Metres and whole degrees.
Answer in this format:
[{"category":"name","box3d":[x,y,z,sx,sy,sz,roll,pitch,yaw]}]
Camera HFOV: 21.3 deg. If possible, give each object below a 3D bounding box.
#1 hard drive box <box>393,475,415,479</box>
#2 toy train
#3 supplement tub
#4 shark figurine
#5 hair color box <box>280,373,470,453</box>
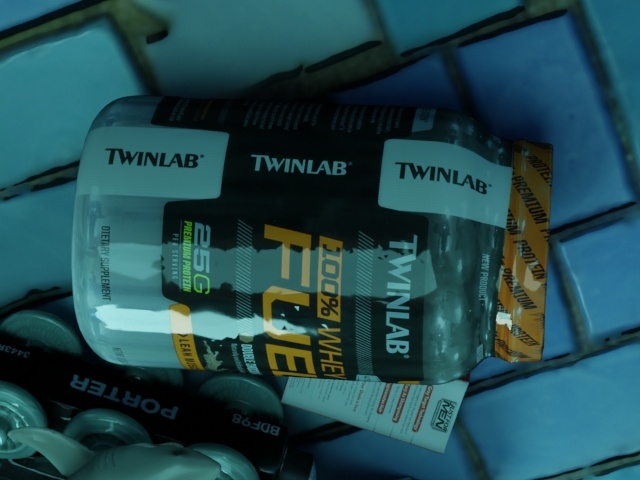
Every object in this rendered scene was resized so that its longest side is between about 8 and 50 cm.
[{"category":"hard drive box","box3d":[-0.007,0.302,1.374,0.089,0.232,0.181,40,118,36]},{"category":"toy train","box3d":[-0.174,0.184,1.411,0.334,0.142,0.190,17,125,-1]},{"category":"supplement tub","box3d":[0.000,0.000,1.265,0.338,0.207,0.207,3,112,7]},{"category":"shark figurine","box3d":[-0.185,0.253,1.316,0.166,0.116,0.278,17,133,1]},{"category":"hair color box","box3d":[0.046,0.116,1.393,0.141,0.043,0.072,18,113,2]}]
